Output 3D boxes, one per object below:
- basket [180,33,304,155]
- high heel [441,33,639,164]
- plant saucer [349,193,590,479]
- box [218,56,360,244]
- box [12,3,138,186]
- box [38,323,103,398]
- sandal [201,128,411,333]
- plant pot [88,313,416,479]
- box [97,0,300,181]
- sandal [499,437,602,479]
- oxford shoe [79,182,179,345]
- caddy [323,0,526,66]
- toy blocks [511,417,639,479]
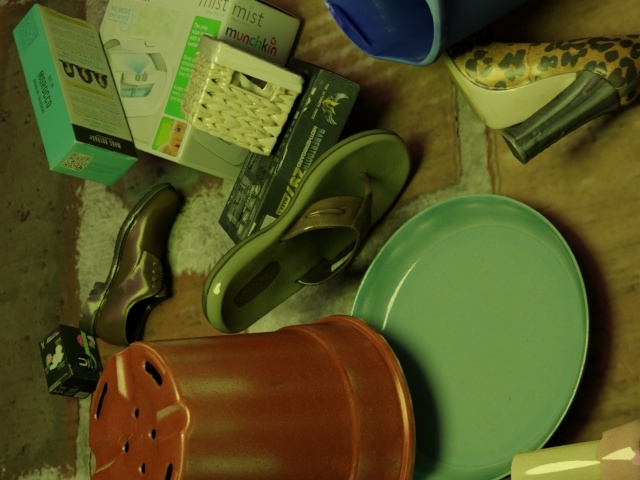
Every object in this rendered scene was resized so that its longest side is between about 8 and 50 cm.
[{"bbox_3d":[-0.098,-0.172,1.674,0.167,0.113,0.103,-136,68,-74],"label":"basket"},{"bbox_3d":[0.241,-0.198,1.534,0.186,0.093,0.261,-34,39,3],"label":"high heel"},{"bbox_3d":[0.158,0.108,1.519,0.317,0.043,0.318,-14,69,40],"label":"plant saucer"},{"bbox_3d":[-0.041,-0.098,1.702,0.233,0.059,0.183,-65,17,5],"label":"box"},{"bbox_3d":[-0.319,-0.189,1.843,0.060,0.100,0.244,-42,52,30],"label":"box"},{"bbox_3d":[-0.340,0.166,1.947,0.052,0.062,0.083,-38,55,30],"label":"box"},{"bbox_3d":[0.000,0.002,1.595,0.303,0.120,0.086,-45,43,-14],"label":"sandal"},{"bbox_3d":[-0.086,0.211,1.518,0.272,0.265,0.272,-8,80,54],"label":"plant pot"},{"bbox_3d":[-0.180,-0.220,1.878,0.262,0.126,0.231,22,94,46],"label":"box"},{"bbox_3d":[0.238,0.241,1.373,0.219,0.060,0.090,-19,70,21],"label":"sandal"},{"bbox_3d":[-0.228,0.035,1.888,0.096,0.083,0.227,23,91,22],"label":"oxford shoe"},{"bbox_3d":[0.074,-0.316,1.538,0.241,0.179,0.341,68,165,-18],"label":"caddy"},{"bbox_3d":[0.338,0.305,1.128,0.260,0.288,0.309,-15,68,33],"label":"toy blocks"}]
